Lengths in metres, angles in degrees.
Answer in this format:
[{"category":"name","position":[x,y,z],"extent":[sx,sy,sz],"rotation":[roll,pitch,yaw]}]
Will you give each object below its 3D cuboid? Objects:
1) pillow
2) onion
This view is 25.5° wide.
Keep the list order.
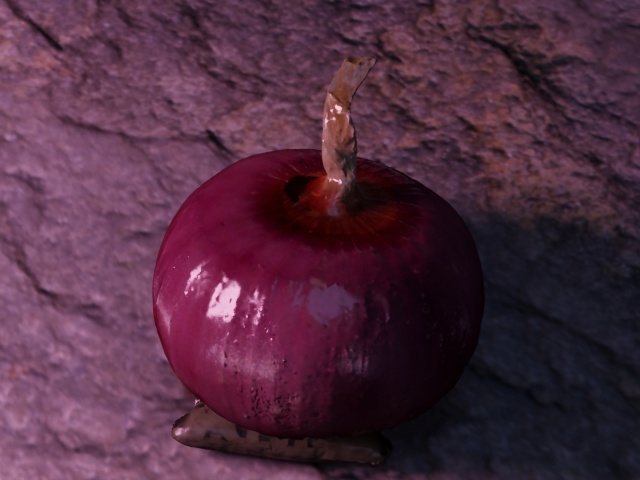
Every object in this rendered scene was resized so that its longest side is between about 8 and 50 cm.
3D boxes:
[{"category":"pillow","position":[-0.039,0.196,1.549],"extent":[0.241,0.051,0.093],"rotation":[6,57,0]},{"category":"onion","position":[-0.010,0.036,1.484],"extent":[0.358,0.345,0.358],"rotation":[-13,46,14]}]
